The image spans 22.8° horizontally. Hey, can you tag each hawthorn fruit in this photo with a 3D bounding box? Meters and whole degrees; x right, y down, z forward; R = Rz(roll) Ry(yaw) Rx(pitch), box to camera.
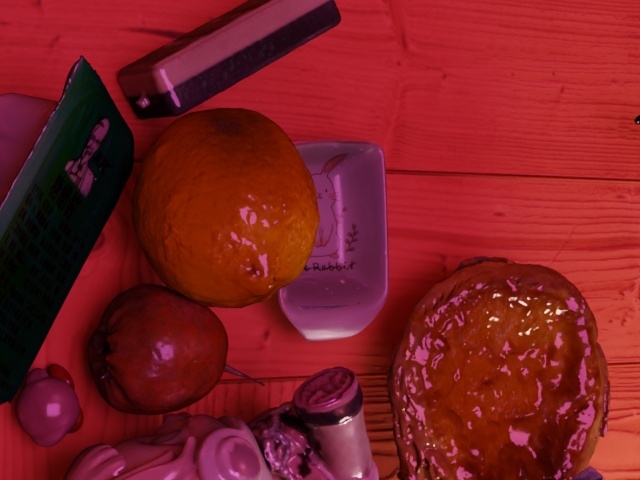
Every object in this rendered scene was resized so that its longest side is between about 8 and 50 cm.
[{"bbox_3d":[-0.169,0.118,1.725,0.189,0.149,0.149,0,91,-55],"label":"hawthorn fruit"}]

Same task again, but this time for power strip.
[{"bbox_3d":[-0.104,-0.214,1.769,0.256,0.105,0.070,-34,107,-27],"label":"power strip"}]

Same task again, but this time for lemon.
[{"bbox_3d":[-0.102,-0.037,1.701,0.204,0.260,0.204,-11,131,-13],"label":"lemon"}]

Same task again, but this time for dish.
[{"bbox_3d":[0.000,0.000,1.863,0.154,0.064,0.234,-3,92,-32],"label":"dish"}]

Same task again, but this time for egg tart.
[{"bbox_3d":[0.206,0.180,1.960,0.341,0.129,0.341,-1,93,-31],"label":"egg tart"}]

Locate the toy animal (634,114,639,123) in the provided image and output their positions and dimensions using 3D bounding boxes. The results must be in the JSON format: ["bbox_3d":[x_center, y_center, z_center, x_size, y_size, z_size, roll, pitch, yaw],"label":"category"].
[{"bbox_3d":[0.534,-0.239,2.176,0.195,0.090,0.324,33,65,-22],"label":"toy animal"}]

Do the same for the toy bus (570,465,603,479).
[{"bbox_3d":[0.325,0.437,1.930,0.152,0.190,0.312,-36,148,-25],"label":"toy bus"}]

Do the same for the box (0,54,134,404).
[{"bbox_3d":[-0.320,-0.010,1.595,0.106,0.264,0.337,22,75,12],"label":"box"}]

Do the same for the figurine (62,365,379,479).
[{"bbox_3d":[-0.104,0.275,1.677,0.361,0.253,0.211,-19,64,-27],"label":"figurine"}]

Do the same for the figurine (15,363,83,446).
[{"bbox_3d":[-0.290,0.175,1.686,0.071,0.067,0.083,-22,87,-50],"label":"figurine"}]
